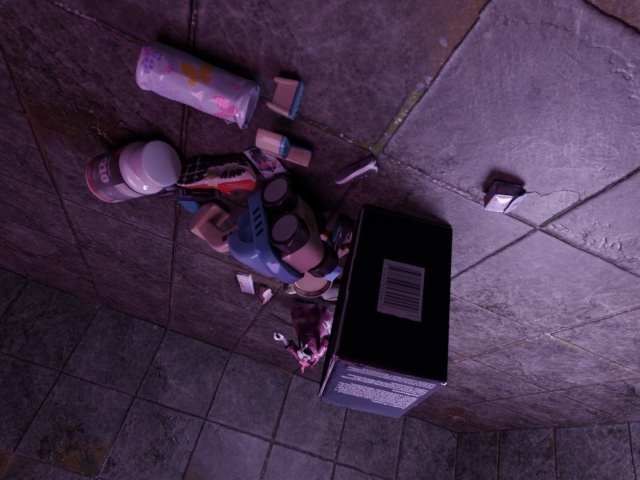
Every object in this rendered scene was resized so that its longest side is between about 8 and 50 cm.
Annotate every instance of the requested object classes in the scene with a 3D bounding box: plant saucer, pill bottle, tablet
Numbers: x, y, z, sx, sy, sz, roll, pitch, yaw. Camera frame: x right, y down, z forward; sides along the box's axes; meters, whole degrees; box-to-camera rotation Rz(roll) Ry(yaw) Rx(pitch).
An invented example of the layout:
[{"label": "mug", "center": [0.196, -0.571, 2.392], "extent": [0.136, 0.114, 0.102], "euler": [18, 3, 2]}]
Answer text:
[{"label": "plant saucer", "center": [-0.037, 0.156, 1.683], "extent": [0.169, 0.029, 0.168], "euler": [-3, 123, -5]}, {"label": "pill bottle", "center": [-0.576, -0.214, 1.292], "extent": [0.283, 0.161, 0.161], "euler": [-7, 142, 34]}, {"label": "tablet", "center": [0.045, 0.124, 1.643], "extent": [0.054, 0.006, 0.083], "euler": [29, 123, -21]}]

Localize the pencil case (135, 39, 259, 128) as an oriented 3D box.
[{"label": "pencil case", "center": [-0.277, -0.355, 0.966], "extent": [0.273, 0.113, 0.124], "euler": [21, 169, -7]}]

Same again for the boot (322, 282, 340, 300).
[{"label": "boot", "center": [0.117, 0.231, 1.743], "extent": [0.209, 0.076, 0.189], "euler": [-23, 117, 39]}]

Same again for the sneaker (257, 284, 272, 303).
[{"label": "sneaker", "center": [-0.271, 0.251, 2.006], "extent": [0.065, 0.061, 0.158], "euler": [40, 151, 14]}]

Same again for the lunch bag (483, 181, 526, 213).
[{"label": "lunch bag", "center": [0.465, -0.106, 1.054], "extent": [0.083, 0.053, 0.071], "euler": [8, 150, -1]}]

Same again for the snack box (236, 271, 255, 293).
[{"label": "snack box", "center": [-0.351, 0.203, 1.981], "extent": [0.064, 0.022, 0.178], "euler": [12, 149, 7]}]

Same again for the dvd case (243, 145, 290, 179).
[{"label": "dvd case", "center": [-0.154, -0.226, 1.207], "extent": [0.087, 0.013, 0.119], "euler": [-5, 143, 33]}]

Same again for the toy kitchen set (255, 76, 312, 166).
[{"label": "toy kitchen set", "center": [-0.065, -0.282, 1.028], "extent": [0.122, 0.166, 0.207], "euler": [19, -174, -1]}]

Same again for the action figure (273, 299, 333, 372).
[{"label": "action figure", "center": [-0.063, 0.453, 1.896], "extent": [0.248, 0.370, 0.275], "euler": [-2, 126, 6]}]

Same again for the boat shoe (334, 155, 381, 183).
[{"label": "boat shoe", "center": [0.098, -0.179, 1.123], "extent": [0.142, 0.049, 0.040], "euler": [-20, 134, 42]}]

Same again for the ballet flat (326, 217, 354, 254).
[{"label": "ballet flat", "center": [0.060, 0.008, 1.396], "extent": [0.074, 0.074, 0.203], "euler": [21, 131, -6]}]

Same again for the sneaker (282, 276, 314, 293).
[{"label": "sneaker", "center": [-0.098, 0.171, 1.767], "extent": [0.192, 0.064, 0.086], "euler": [-14, 137, 33]}]

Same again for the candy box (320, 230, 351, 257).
[{"label": "candy box", "center": [0.000, 0.000, 1.476], "extent": [0.206, 0.027, 0.105], "euler": [29, 143, -19]}]

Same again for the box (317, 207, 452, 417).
[{"label": "box", "center": [0.190, 0.243, 1.313], "extent": [0.298, 0.479, 0.471], "euler": [13, 148, 1]}]

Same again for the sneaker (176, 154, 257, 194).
[{"label": "sneaker", "center": [-0.319, -0.183, 1.276], "extent": [0.279, 0.107, 0.118], "euler": [4, 155, 24]}]

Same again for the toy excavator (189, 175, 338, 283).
[{"label": "toy excavator", "center": [-0.220, -0.020, 1.316], "extent": [0.445, 0.432, 0.222], "euler": [-28, 141, 15]}]

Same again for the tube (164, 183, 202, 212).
[{"label": "tube", "center": [-0.474, -0.150, 1.459], "extent": [0.080, 0.052, 0.207], "euler": [10, 154, 24]}]

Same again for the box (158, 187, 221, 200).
[{"label": "box", "center": [-0.424, -0.148, 1.362], "extent": [0.116, 0.029, 0.162], "euler": [-5, -178, 32]}]
